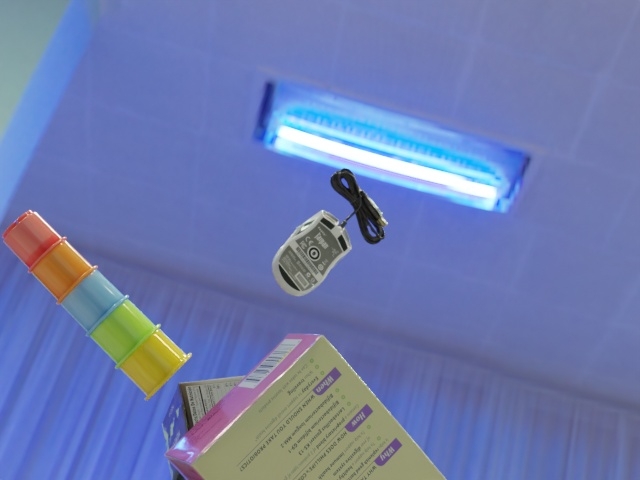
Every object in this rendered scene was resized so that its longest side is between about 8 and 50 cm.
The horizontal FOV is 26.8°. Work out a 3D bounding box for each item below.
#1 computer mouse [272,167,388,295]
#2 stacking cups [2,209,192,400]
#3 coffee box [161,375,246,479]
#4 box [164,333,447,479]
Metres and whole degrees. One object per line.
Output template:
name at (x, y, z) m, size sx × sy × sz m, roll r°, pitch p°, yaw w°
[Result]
computer mouse at (0.000, 0.000, 1.693) m, size 0.106 × 0.193 × 0.042 m, roll 54°, pitch -33°, yaw -9°
stacking cups at (-0.331, 0.091, 1.929) m, size 0.316 × 0.096 × 0.096 m, roll 43°, pitch -41°, yaw -2°
coffee box at (-0.102, 0.309, 2.259) m, size 0.297 × 0.118 × 0.168 m, roll -5°, pitch -30°, yaw -20°
box at (-0.016, 0.267, 1.573) m, size 0.243 × 0.213 × 0.117 m, roll 50°, pitch -18°, yaw -12°
